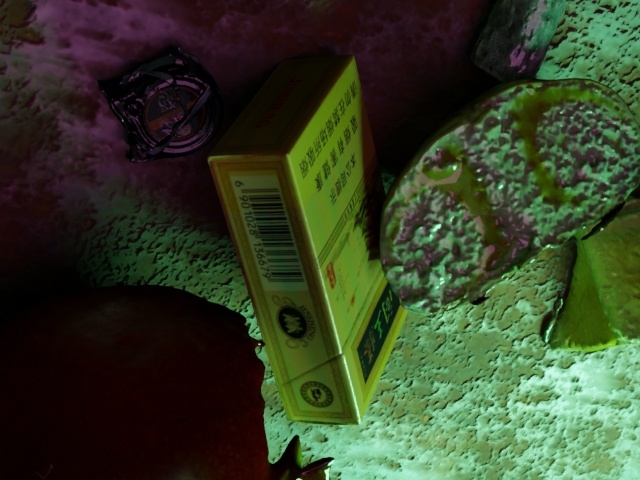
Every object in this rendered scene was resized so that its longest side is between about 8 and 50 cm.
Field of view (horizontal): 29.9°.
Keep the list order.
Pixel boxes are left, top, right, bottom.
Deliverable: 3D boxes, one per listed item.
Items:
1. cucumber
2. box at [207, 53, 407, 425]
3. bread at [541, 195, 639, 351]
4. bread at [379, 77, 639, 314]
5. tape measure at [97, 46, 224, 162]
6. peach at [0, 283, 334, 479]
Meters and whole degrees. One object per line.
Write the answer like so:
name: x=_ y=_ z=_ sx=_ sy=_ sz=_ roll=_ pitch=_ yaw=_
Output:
cucumber: x=0.182 y=-0.198 z=1.074 sx=0.064 sy=0.064 sz=0.112 roll=13 pitch=111 yaw=-26
box: x=0.000 y=0.000 z=1.038 sx=0.076 sy=0.174 sz=0.274 roll=0 pitch=124 yaw=24
bread: x=0.311 y=0.050 z=1.259 sx=0.140 sy=0.169 sz=0.160 roll=-7 pitch=159 yaw=-17
bread: x=0.152 y=-0.046 z=1.093 sx=0.260 sy=0.156 sz=0.158 roll=-31 pitch=93 yaw=-25
tape measure: x=-0.129 y=-0.110 z=1.004 sx=0.094 sy=0.054 sz=0.091 roll=-19 pitch=123 yaw=-3
peach: x=-0.197 y=0.240 z=0.989 sx=0.310 sy=0.335 sz=0.406 roll=4 pitch=117 yaw=-30
